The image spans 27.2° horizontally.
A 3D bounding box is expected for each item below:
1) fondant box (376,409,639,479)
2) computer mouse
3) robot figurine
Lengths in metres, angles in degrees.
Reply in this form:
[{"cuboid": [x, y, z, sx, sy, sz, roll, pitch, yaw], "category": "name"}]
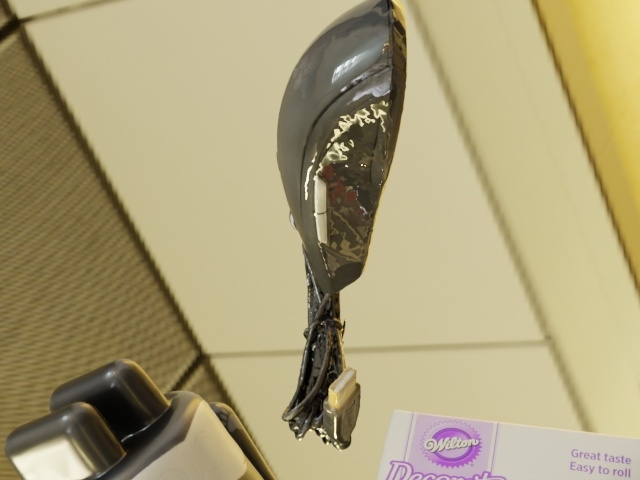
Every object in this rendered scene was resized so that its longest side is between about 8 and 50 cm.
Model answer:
[{"cuboid": [0.141, 0.287, 0.962, 0.330, 0.238, 0.096, -73, -16, -47], "category": "fondant box"}, {"cuboid": [0.000, 0.000, 0.739, 0.262, 0.060, 0.184, 102, 171, -52], "category": "computer mouse"}, {"cuboid": [-0.119, 0.230, 1.019, 0.209, 0.173, 0.278, -37, -78, -12], "category": "robot figurine"}]
